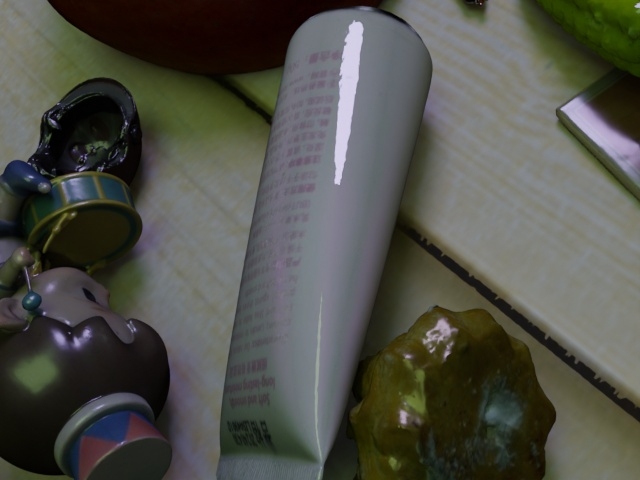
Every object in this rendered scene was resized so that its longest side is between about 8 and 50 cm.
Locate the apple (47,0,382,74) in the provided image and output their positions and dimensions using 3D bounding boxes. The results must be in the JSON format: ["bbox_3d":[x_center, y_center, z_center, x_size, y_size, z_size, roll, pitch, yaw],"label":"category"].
[{"bbox_3d":[-0.109,-0.336,0.713,0.364,0.295,0.329,-9,34,15],"label":"apple"}]

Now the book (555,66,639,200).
[{"bbox_3d":[0.323,-0.111,0.535,0.241,0.018,0.170,-36,60,2],"label":"book"}]

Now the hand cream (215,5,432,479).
[{"bbox_3d":[0.000,0.000,0.542,0.185,0.117,0.359,-25,48,60],"label":"hand cream"}]

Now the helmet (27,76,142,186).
[{"bbox_3d":[-0.209,-0.082,0.687,0.098,0.070,0.123,8,63,16],"label":"helmet"}]

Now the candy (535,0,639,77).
[{"bbox_3d":[0.217,-0.199,0.567,0.096,0.097,0.209,-37,44,2],"label":"candy"}]

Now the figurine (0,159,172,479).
[{"bbox_3d":[-0.193,0.075,0.570,0.158,0.161,0.276,-21,65,-7],"label":"figurine"}]

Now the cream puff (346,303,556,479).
[{"bbox_3d":[0.071,0.117,0.474,0.116,0.146,0.146,-17,54,57],"label":"cream puff"}]

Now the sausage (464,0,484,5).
[{"bbox_3d":[0.105,-0.283,0.685,0.028,0.025,0.198,-5,55,-29],"label":"sausage"}]
